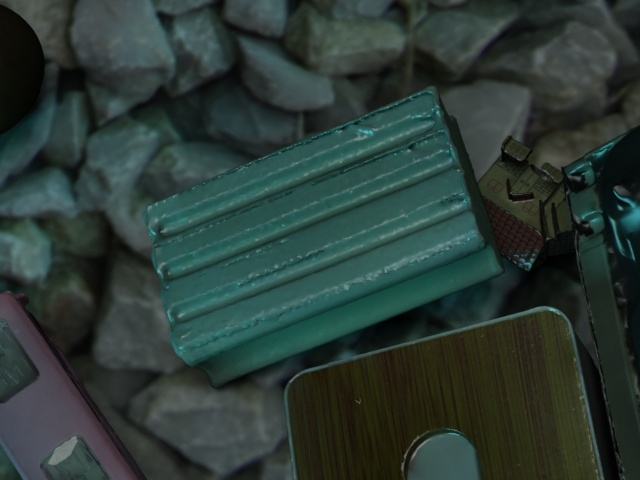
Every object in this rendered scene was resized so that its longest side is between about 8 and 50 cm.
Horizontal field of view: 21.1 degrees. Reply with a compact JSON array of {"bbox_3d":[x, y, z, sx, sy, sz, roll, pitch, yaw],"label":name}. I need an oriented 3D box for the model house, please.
[{"bbox_3d":[0.128,-0.014,1.030,0.083,0.057,0.058,36,71,21],"label":"model house"}]

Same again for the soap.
[{"bbox_3d":[0.000,0.000,1.022,0.198,0.063,0.115,-21,61,13],"label":"soap"}]

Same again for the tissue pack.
[{"bbox_3d":[0.090,0.184,0.887,0.159,0.136,0.246,-17,62,15],"label":"tissue pack"}]

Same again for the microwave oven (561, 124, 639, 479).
[{"bbox_3d":[0.263,0.066,0.853,0.237,0.181,0.295,-30,56,39],"label":"microwave oven"}]

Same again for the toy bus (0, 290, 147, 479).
[{"bbox_3d":[-0.148,0.119,1.000,0.063,0.090,0.203,-36,63,-6],"label":"toy bus"}]

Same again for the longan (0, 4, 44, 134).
[{"bbox_3d":[-0.234,-0.114,1.127,0.106,0.106,0.119,-9,22,6],"label":"longan"}]
